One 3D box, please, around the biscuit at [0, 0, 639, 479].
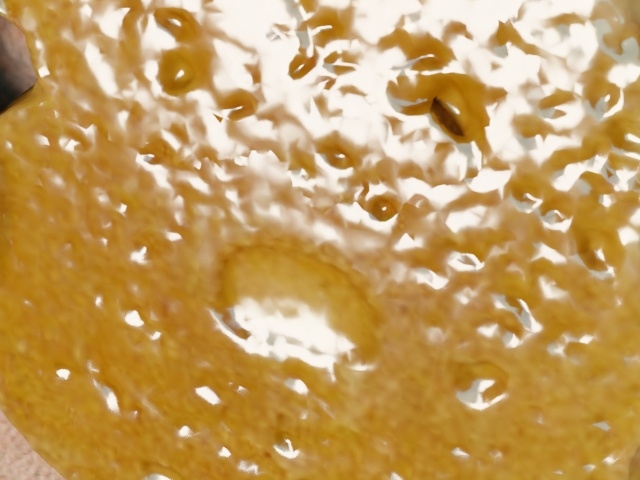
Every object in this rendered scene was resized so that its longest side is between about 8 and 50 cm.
[{"bbox_3d":[0.000,0.000,0.619,0.350,0.078,0.455,13,118,20],"label":"biscuit"}]
